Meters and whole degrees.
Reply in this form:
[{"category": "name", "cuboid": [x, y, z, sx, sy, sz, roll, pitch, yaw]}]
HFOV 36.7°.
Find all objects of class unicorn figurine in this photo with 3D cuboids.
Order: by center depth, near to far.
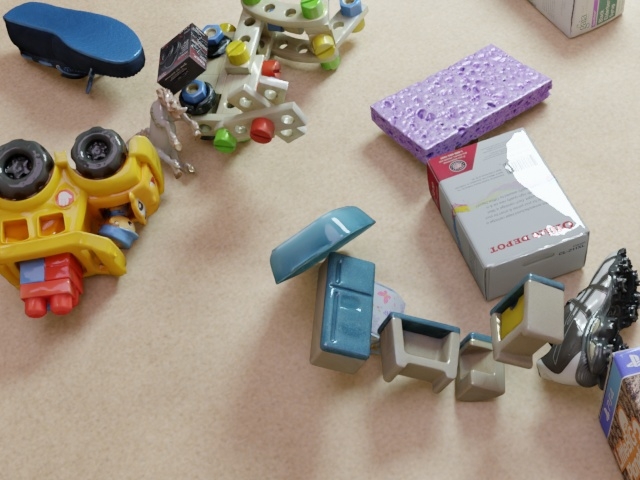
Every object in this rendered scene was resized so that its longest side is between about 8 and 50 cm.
[{"category": "unicorn figurine", "cuboid": [-0.209, -0.132, 1.264, 0.111, 0.162, 0.060, 45, 35, 24]}]

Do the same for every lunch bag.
[{"category": "lunch bag", "cuboid": [0.050, 0.085, 1.082, 0.083, 0.053, 0.071, 22, 57, -6]}]

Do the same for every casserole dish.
[{"category": "casserole dish", "cuboid": [0.000, 0.000, 1.081, 0.114, 0.188, 0.037, -34, 86, 13]}]

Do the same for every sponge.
[{"category": "sponge", "cuboid": [0.183, -0.181, 1.250, 0.210, 0.031, 0.117, -30, 49, -19]}]

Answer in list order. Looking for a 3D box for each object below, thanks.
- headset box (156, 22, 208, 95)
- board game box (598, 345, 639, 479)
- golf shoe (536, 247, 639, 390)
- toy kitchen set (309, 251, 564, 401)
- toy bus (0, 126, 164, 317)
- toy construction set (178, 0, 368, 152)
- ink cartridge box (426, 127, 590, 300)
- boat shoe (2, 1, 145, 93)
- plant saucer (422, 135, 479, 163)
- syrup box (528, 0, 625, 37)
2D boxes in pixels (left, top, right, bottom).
[{"category": "headset box", "cuboid": [-0.177, -0.231, 1.243, 0.062, 0.032, 0.083, -32, 39, 27]}, {"category": "board game box", "cuboid": [0.416, 0.226, 0.858, 0.232, 0.141, 0.291, -15, 53, -1]}, {"category": "golf shoe", "cuboid": [0.285, 0.077, 1.030, 0.094, 0.077, 0.198, -9, 29, 35]}, {"category": "toy kitchen set", "cuboid": [0.116, 0.062, 0.985, 0.207, 0.166, 0.122, 15, 53, -14]}, {"category": "toy bus", "cuboid": [-0.296, -0.011, 1.168, 0.220, 0.149, 0.211, -11, 66, -1]}, {"category": "toy construction set", "cuboid": [-0.067, -0.224, 1.280, 0.215, 0.151, 0.328, 3, 44, 15]}, {"category": "ink cartridge box", "cuboid": [0.215, -0.032, 1.126, 0.127, 0.072, 0.175, -18, 53, -4]}, {"category": "boat shoe", "cuboid": [-0.347, -0.280, 1.404, 0.258, 0.089, 0.109, 28, 50, 32]}, {"category": "plant saucer", "cuboid": [0.161, -0.118, 1.234, 0.083, 0.015, 0.083, -5, 53, 6]}, {"category": "syrup box", "cuboid": [0.324, -0.400, 1.365, 0.096, 0.093, 0.237, -28, 54, -11]}]
